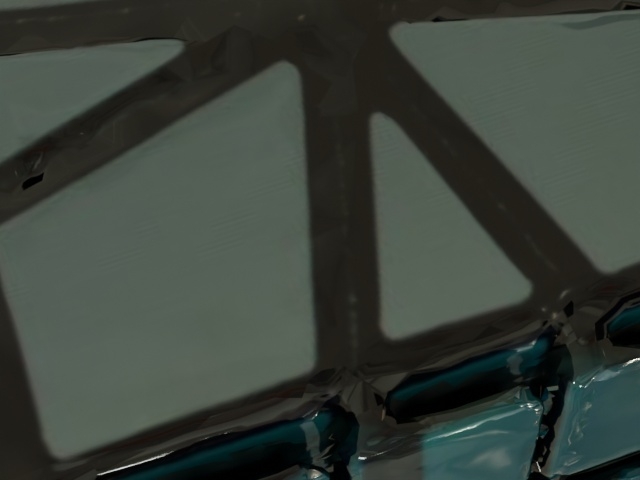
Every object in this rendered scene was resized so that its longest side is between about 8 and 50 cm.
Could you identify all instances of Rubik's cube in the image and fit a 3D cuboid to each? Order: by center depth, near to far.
[{"bbox_3d":[0.000,0.000,0.583,0.288,0.283,0.293,-19,-122,-8],"label":"Rubik's cube"}]
